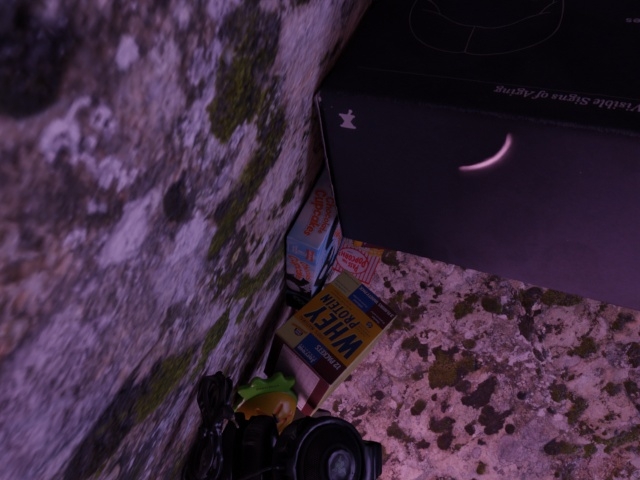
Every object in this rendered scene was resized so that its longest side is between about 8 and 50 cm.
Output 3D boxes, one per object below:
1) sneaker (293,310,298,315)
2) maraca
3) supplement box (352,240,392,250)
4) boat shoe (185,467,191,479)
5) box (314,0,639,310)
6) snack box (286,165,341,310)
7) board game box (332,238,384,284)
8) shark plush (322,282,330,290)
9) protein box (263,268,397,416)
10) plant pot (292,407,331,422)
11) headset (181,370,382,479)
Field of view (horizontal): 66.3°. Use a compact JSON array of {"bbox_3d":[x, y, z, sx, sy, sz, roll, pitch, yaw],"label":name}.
[{"bbox_3d":[-0.060,0.206,1.160,0.221,0.087,0.128,-53,141,-33],"label":"sneaker"},{"bbox_3d":[-0.103,0.306,0.915,0.099,0.127,0.186,-118,-153,-43],"label":"maraca"},{"bbox_3d":[0.158,-0.088,1.024,0.194,0.191,0.129,-100,-159,-49],"label":"supplement box"},{"bbox_3d":[-0.190,0.390,0.768,0.045,0.050,0.135,-45,158,-57],"label":"boat shoe"},{"bbox_3d":[0.315,-0.211,0.705,0.297,0.479,0.472,78,34,-50],"label":"box"},{"bbox_3d":[0.000,0.000,0.911,0.322,0.060,0.187,98,16,-64],"label":"snack box"},{"bbox_3d":[0.104,0.027,1.406,0.193,0.146,0.045,105,11,-45],"label":"board game box"},{"bbox_3d":[-0.014,0.130,1.257,0.067,0.073,0.161,-106,-159,-49],"label":"shark plush"},{"bbox_3d":[0.013,0.204,0.962,0.200,0.136,0.201,-39,162,-33],"label":"protein box"},{"bbox_3d":[-0.084,0.535,1.157,0.323,0.323,0.280,87,11,-74],"label":"plant pot"},{"bbox_3d":[-0.056,0.301,0.740,0.394,0.243,0.185,32,55,-58],"label":"headset"}]
